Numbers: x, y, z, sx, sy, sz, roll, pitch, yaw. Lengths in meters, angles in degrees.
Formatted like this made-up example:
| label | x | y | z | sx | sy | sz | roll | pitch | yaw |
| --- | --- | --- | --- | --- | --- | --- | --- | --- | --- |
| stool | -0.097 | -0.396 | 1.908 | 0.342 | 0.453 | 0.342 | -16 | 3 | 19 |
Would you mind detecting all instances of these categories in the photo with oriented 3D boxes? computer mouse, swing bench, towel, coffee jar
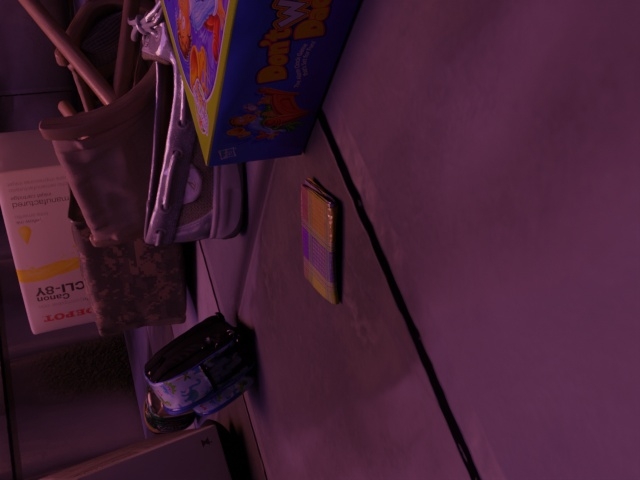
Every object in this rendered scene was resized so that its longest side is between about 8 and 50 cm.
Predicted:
| label | x | y | z | sx | sy | sz | roll | pitch | yaw |
| --- | --- | --- | --- | --- | --- | --- | --- | --- | --- |
| computer mouse | -0.116 | 0.366 | 0.974 | 0.071 | 0.041 | 0.242 | -29 | 77 | 56 |
| swing bench | -0.257 | -0.168 | 0.875 | 0.253 | 0.165 | 0.255 | 100 | 150 | -62 |
| towel | 0.000 | 0.000 | 0.517 | 0.060 | 0.009 | 0.083 | -138 | 42 | -59 |
| coffee jar | -0.265 | 0.294 | 1.245 | 0.184 | 0.096 | 0.079 | 122 | 137 | -62 |

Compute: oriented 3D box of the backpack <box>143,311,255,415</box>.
| label | x | y | z | sx | sy | sz | roll | pitch | yaw |
| --- | --- | --- | --- | --- | --- | --- | --- | --- | --- |
| backpack | -0.138 | 0.152 | 0.808 | 0.084 | 0.114 | 0.105 | 65 | 162 | -16 |

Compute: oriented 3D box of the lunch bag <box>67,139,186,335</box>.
| label | x | y | z | sx | sy | sz | roll | pitch | yaw |
| --- | --- | --- | --- | --- | --- | --- | --- | --- | --- |
| lunch bag | -0.314 | -0.035 | 1.133 | 0.287 | 0.168 | 0.235 | -111 | 18 | -48 |

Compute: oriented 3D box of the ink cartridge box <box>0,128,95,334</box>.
| label | x | y | z | sx | sy | sz | roll | pitch | yaw |
| --- | --- | --- | --- | --- | --- | --- | --- | --- | --- |
| ink cartridge box | -0.473 | -0.024 | 1.399 | 0.160 | 0.279 | 0.385 | -124 | 30 | -47 |

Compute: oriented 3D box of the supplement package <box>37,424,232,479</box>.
| label | x | y | z | sx | sy | sz | roll | pitch | yaw |
| --- | --- | --- | --- | --- | --- | --- | --- | --- | --- |
| supplement package | -0.249 | 0.389 | 0.960 | 0.262 | 0.198 | 0.199 | -30 | 76 | 55 |

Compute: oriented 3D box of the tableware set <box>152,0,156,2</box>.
| label | x | y | z | sx | sy | sz | roll | pitch | yaw |
| --- | --- | --- | --- | --- | --- | --- | --- | --- | --- |
| tableware set | -0.235 | -0.361 | 0.945 | 0.194 | 0.039 | 0.128 | -170 | 72 | -69 |

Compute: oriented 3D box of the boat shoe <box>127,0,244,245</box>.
| label | x | y | z | sx | sy | sz | roll | pitch | yaw |
| --- | --- | --- | --- | --- | --- | --- | --- | --- | --- |
| boat shoe | -0.142 | -0.148 | 0.696 | 0.118 | 0.103 | 0.321 | -136 | 41 | -59 |

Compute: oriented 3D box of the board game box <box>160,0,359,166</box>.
| label | x | y | z | sx | sy | sz | roll | pitch | yaw |
| --- | --- | --- | --- | --- | --- | --- | --- | --- | --- |
| board game box | -0.071 | -0.262 | 0.491 | 0.233 | 0.078 | 0.347 | 117 | 138 | -59 |
